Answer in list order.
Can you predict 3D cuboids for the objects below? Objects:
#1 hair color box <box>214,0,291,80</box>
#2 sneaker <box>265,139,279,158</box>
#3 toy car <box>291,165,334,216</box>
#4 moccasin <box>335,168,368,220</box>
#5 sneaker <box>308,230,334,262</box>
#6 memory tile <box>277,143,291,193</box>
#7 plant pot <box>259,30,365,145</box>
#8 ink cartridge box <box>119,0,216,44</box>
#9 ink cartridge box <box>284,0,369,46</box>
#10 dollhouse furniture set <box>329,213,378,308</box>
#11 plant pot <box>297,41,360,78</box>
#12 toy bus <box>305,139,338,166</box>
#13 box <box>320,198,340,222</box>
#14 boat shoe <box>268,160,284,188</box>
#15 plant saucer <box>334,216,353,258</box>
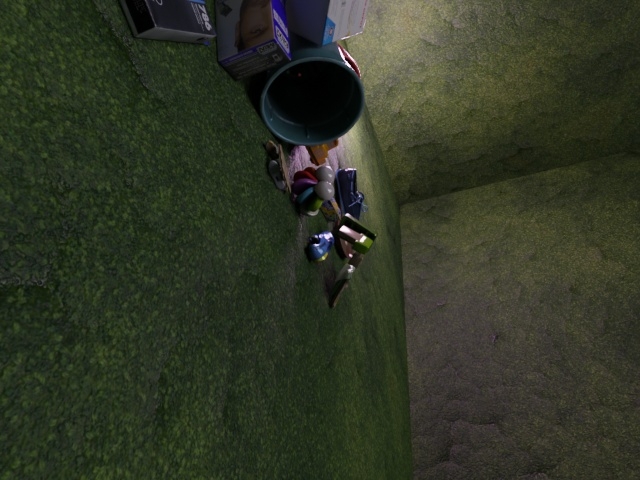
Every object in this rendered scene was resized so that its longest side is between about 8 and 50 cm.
[{"bbox_3d":[-0.203,-0.661,1.215,0.110,0.185,0.339,29,50,-65],"label":"hair color box"},{"bbox_3d":[-0.158,-0.302,1.361,0.083,0.031,0.037,65,14,-59],"label":"sneaker"},{"bbox_3d":[-0.038,-0.188,1.494,0.136,0.159,0.182,23,49,-25],"label":"toy car"},{"bbox_3d":[0.156,-0.209,2.022,0.138,0.116,0.342,48,29,-70],"label":"moccasin"},{"bbox_3d":[0.000,0.000,1.561,0.209,0.069,0.082,-65,135,-61],"label":"sneaker"},{"bbox_3d":[-0.119,-0.234,1.375,0.148,0.012,0.113,79,1,-61],"label":"memory tile"},{"bbox_3d":[-0.048,-0.565,1.438,0.341,0.341,0.334,52,22,-52],"label":"plant pot"},{"bbox_3d":[-0.335,-0.546,0.952,0.333,0.065,0.165,-61,135,-64],"label":"ink cartridge box"},{"bbox_3d":[0.024,-0.740,1.294,0.232,0.168,0.171,-39,155,-39],"label":"ink cartridge box"},{"bbox_3d":[0.076,0.079,1.631,0.302,0.151,0.197,-63,172,26],"label":"dollhouse furniture set"},{"bbox_3d":[0.020,-0.756,1.844,0.275,0.274,0.243,56,18,-47],"label":"plant pot"},{"bbox_3d":[-0.017,-0.434,1.642,0.333,0.130,0.108,-105,168,-46],"label":"toy bus"},{"bbox_3d":[0.031,-0.152,1.759,0.169,0.059,0.054,58,25,-45],"label":"box"},{"bbox_3d":[-0.140,-0.217,1.348,0.035,0.035,0.100,-93,163,-54],"label":"boat shoe"},{"bbox_3d":[0.102,-0.009,1.910,0.198,0.036,0.199,-13,90,-71],"label":"plant saucer"}]
